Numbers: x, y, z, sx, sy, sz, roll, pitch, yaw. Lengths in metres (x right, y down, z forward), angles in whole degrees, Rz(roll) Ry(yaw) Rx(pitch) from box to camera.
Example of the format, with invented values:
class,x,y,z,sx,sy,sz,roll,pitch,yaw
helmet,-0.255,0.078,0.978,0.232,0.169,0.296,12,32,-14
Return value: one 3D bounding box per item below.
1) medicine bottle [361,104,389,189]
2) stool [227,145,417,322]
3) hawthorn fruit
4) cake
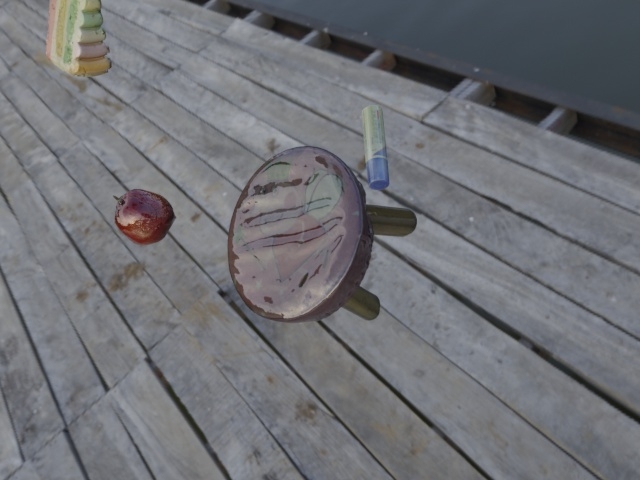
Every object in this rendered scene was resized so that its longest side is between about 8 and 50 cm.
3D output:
class,x,y,z,sx,sy,sz,roll,pitch,yaw
medicine bottle,0.145,-0.248,1.584,0.059,0.059,0.231,-12,65,19
stool,0.000,0.000,0.953,0.272,0.178,0.272,-10,74,39
hawthorn fruit,-0.469,-0.067,1.553,0.148,0.172,0.148,-23,51,32
cake,-0.491,-0.436,1.182,0.109,0.226,0.090,29,44,24
